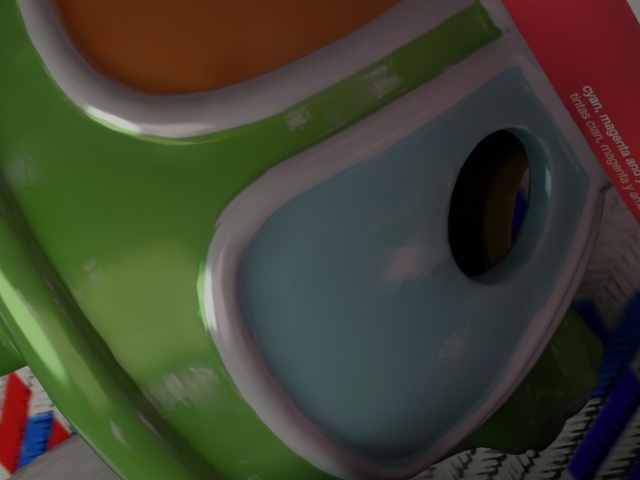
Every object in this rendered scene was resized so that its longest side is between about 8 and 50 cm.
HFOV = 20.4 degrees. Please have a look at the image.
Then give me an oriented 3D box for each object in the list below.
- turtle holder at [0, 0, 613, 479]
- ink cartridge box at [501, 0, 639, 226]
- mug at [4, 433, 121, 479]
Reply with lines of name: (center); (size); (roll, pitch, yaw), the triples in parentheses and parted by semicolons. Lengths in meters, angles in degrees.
turtle holder: (-0.003, 0.002, 0.669); (0.227, 0.243, 0.320); (-30, 108, 10)
ink cartridge box: (0.169, -0.103, 0.576); (0.176, 0.128, 0.127); (-14, 127, 32)
mug: (-0.058, 0.279, 0.901); (0.374, 0.328, 0.276); (19, 137, 1)
